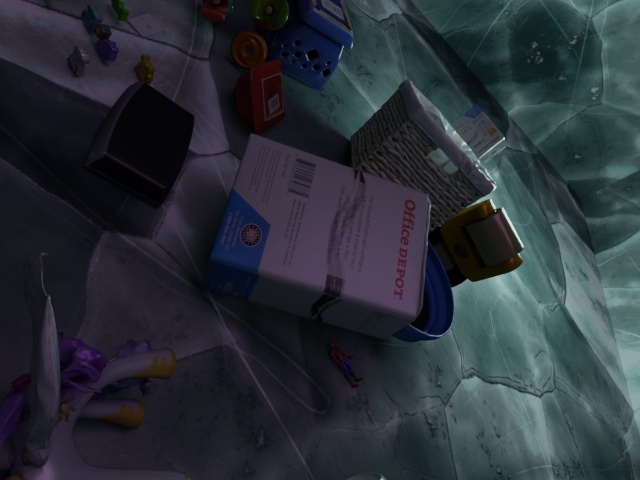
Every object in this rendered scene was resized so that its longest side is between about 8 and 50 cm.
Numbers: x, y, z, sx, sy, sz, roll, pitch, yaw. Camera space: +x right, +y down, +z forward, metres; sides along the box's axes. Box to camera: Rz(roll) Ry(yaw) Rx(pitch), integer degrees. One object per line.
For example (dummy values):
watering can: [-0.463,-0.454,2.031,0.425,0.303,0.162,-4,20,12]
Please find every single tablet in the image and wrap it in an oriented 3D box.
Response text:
tablet: [-0.415,-0.512,1.207,0.054,0.006,0.083,47,39,-12]

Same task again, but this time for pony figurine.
pony figurine: [-0.332,0.217,0.605,0.363,0.302,0.351,14,62,-60]

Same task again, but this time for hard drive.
hard drive: [-0.346,-0.205,1.024,0.172,0.054,0.255,33,44,-28]

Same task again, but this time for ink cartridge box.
ink cartridge box: [0.000,0.000,1.019,0.394,0.166,0.286,18,61,-10]
ink cartridge box: [0.461,-0.305,1.467,0.143,0.092,0.090,52,20,7]

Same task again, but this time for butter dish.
butter dish: [-0.169,-0.370,1.293,0.160,0.118,0.160,-49,142,-53]

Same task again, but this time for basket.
basket: [0.281,-0.237,1.495,0.328,0.266,0.331,41,22,-20]

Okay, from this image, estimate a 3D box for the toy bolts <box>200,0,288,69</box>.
toy bolts: [-0.218,-0.601,1.396,0.228,0.218,0.158,20,20,-12]

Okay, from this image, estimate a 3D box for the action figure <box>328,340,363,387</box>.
action figure: [0.053,0.274,1.143,0.115,0.030,0.038,53,43,-2]

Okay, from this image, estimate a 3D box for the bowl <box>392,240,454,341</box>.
bowl: [0.193,0.075,1.292,0.391,0.077,0.391,32,40,-31]

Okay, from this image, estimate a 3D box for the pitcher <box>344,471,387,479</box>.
pitcher: [0.108,0.545,0.951,0.177,0.125,0.207,6,69,-69]

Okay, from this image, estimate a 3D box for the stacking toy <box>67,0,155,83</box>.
stacking toy: [-0.464,-0.432,1.067,0.166,0.052,0.221,-13,72,-52]

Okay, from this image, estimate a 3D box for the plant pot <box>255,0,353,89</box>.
plant pot: [-0.040,-0.643,1.540,0.235,0.212,0.236,14,53,-41]

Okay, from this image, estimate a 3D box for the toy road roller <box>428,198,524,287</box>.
toy road roller: [0.475,-0.009,1.555,0.240,0.329,0.203,-30,93,-36]
